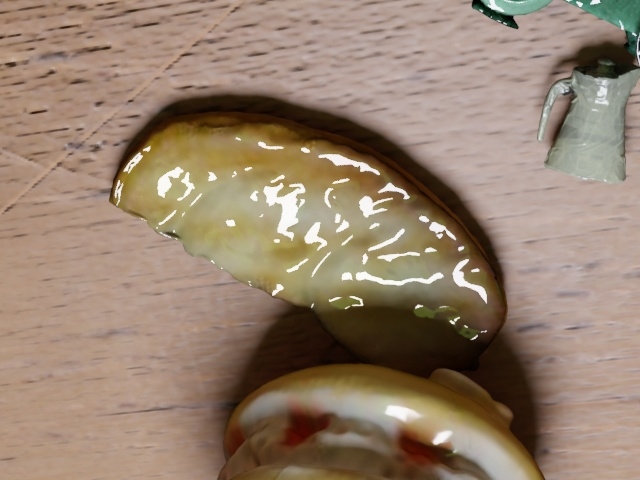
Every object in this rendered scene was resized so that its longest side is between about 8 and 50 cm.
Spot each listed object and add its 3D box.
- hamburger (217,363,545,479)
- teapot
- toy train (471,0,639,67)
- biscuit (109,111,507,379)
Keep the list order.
[{"bbox_3d":[0.057,0.217,0.961,0.302,0.186,0.261,41,137,-15],"label":"hamburger"},{"bbox_3d":[0.184,-0.084,0.908,0.067,0.057,0.083,11,106,-1],"label":"teapot"},{"bbox_3d":[0.194,-0.191,0.828,0.269,0.115,0.154,26,119,-3],"label":"toy train"},{"bbox_3d":[0.001,-0.004,0.968,0.299,0.045,0.154,35,114,-6],"label":"biscuit"}]
